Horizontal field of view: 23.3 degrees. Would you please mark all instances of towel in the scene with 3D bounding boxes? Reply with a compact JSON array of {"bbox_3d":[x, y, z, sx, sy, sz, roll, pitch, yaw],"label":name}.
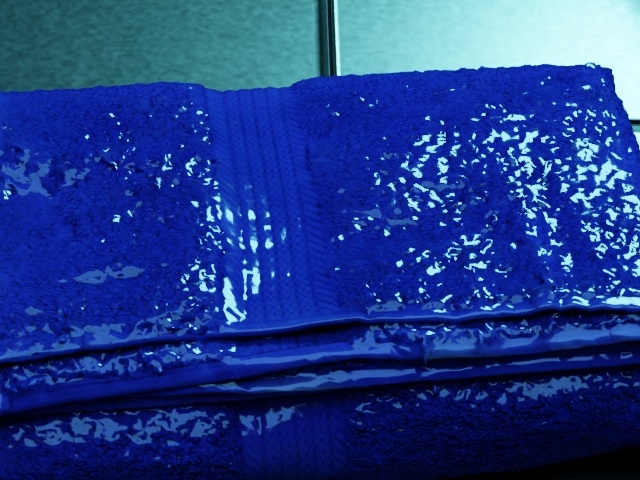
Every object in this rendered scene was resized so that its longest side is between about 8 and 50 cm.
[{"bbox_3d":[0.000,0.000,0.662,0.308,0.076,0.228,-3,46,-6],"label":"towel"}]
